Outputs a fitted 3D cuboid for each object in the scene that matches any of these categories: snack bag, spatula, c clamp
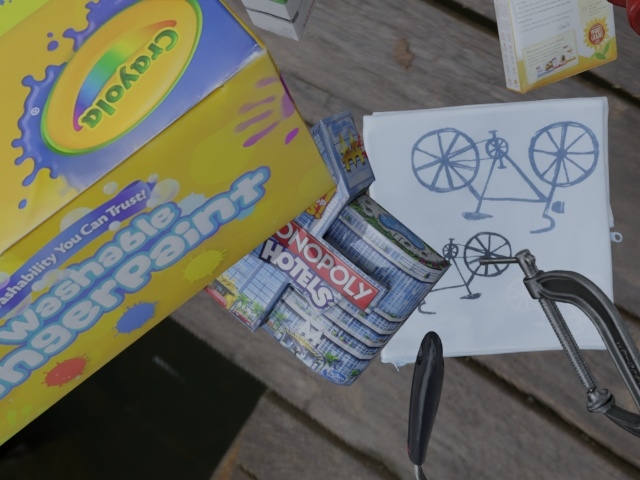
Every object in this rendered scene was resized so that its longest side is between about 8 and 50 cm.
[{"bbox_3d":[0.228,-0.011,1.250,0.323,0.037,0.343,-5,91,3],"label":"snack bag"},{"bbox_3d":[0.083,0.179,0.732,0.030,0.084,0.296,-3,130,5],"label":"spatula"},{"bbox_3d":[0.187,0.073,0.678,0.161,0.022,0.137,60,164,-3],"label":"c clamp"}]

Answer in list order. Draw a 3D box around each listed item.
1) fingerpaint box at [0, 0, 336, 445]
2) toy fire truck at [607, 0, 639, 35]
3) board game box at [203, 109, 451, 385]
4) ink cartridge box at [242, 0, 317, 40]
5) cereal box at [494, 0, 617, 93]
[{"bbox_3d":[-0.280,-0.053,0.629,0.445,0.163,0.371,-39,61,-4],"label":"fingerpaint box"},{"bbox_3d":[0.355,-0.224,0.689,0.302,0.254,0.169,-12,69,37],"label":"toy fire truck"},{"bbox_3d":[0.000,0.000,0.796,0.194,0.060,0.194,40,119,9],"label":"board game box"},{"bbox_3d":[-0.058,-0.429,1.486,0.092,0.219,0.160,20,85,8],"label":"ink cartridge box"},{"bbox_3d":[0.327,-0.348,1.341,0.047,0.173,0.240,-141,34,-61],"label":"cereal box"}]
